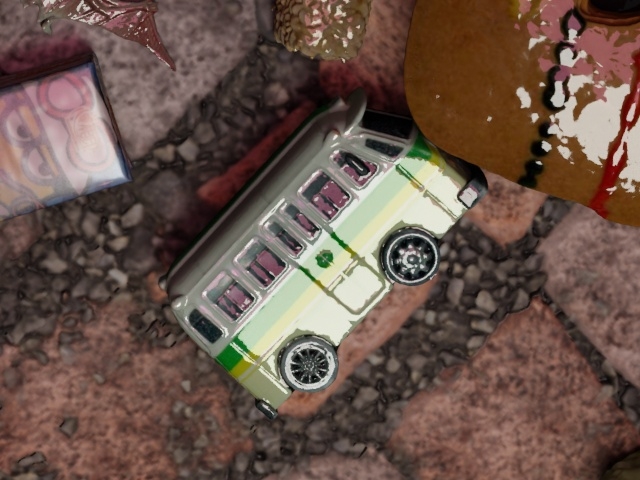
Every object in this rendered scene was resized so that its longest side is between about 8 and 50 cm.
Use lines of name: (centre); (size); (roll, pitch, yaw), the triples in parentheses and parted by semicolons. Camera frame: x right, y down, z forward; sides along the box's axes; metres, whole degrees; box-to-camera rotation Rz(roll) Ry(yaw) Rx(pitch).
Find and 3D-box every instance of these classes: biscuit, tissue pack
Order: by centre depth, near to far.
biscuit: (0.210, -0.159, 1.507); (0.277, 0.052, 0.262); (25, 112, 3)
biscuit: (0.010, -0.236, 1.590); (0.082, 0.070, 0.168); (10, 102, -17)
tissue pack: (-0.251, -0.085, 1.606); (0.155, 0.065, 0.115); (-17, 108, -2)

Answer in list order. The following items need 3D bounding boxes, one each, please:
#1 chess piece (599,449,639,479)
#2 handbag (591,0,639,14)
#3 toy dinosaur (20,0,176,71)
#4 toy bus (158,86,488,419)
chess piece: (0.371, 0.415, 1.736); (0.234, 0.234, 0.442); (-11, 103, -3)
handbag: (0.360, -0.217, 1.592); (0.288, 0.152, 0.342); (25, 110, -20)
toy dinosaur: (-0.201, -0.220, 1.592); (0.108, 0.032, 0.220); (-40, 115, 2)
toy bus: (0.000, 0.000, 1.618); (0.165, 0.133, 0.276); (40, 99, -12)
